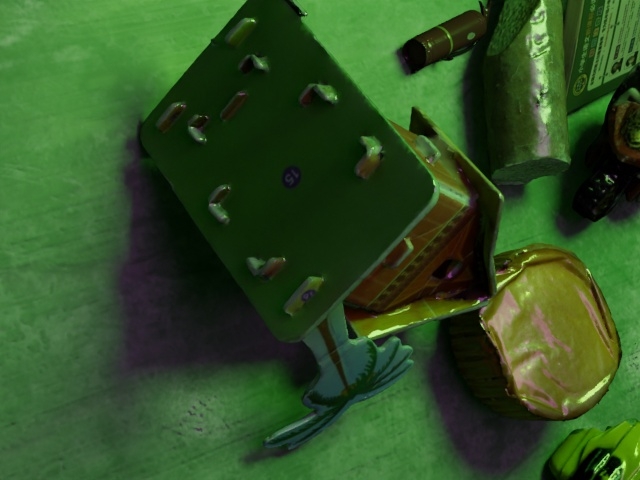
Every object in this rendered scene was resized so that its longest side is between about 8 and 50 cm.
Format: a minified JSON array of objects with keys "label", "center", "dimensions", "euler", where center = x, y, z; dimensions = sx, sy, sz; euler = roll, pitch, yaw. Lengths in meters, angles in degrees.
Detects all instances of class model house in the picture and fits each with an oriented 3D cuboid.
[{"label":"model house","center":[0.000,0.000,1.302],"dimensions":[0.323,0.340,0.300],"euler":[20,27,-53]}]

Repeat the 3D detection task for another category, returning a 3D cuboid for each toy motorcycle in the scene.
[{"label":"toy motorcycle","center":[0.251,0.320,1.398],"dimensions":[0.342,0.142,0.206],"euler":[-36,139,-33]},{"label":"toy motorcycle","center":[0.450,-0.183,1.589],"dimensions":[0.134,0.207,0.401],"euler":[41,54,16]}]

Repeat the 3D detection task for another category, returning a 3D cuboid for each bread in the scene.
[{"label":"bread","center":[0.235,0.105,1.446],"dimensions":[0.199,0.104,0.199],"euler":[6,78,-28]}]

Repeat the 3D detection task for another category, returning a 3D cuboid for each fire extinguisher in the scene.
[{"label":"fire extinguisher","center":[0.153,-0.235,1.489],"dimensions":[0.132,0.039,0.056],"euler":[-30,131,-34]}]

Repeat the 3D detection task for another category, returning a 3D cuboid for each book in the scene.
[{"label":"book","center":[0.387,-0.282,1.590],"dimensions":[0.264,0.027,0.202],"euler":[-26,136,-34]}]

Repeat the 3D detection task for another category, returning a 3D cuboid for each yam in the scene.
[{"label":"yam","center":[0.236,-0.199,1.500],"dimensions":[0.106,0.106,0.259],"euler":[2,81,-33]}]
